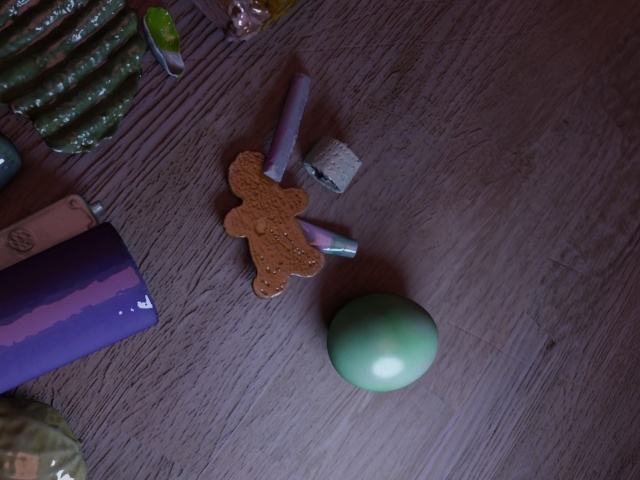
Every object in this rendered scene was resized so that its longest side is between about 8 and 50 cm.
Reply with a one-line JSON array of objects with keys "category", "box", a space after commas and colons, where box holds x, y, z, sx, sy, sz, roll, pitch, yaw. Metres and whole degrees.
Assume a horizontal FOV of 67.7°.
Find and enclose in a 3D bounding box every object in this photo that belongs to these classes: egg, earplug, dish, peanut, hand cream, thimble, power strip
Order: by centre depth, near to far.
[{"category": "earplug", "box": [-0.530, 0.150, 0.807, 0.456, 0.215, 0.215, -27, 103, -26]}, {"category": "peanut", "box": [-0.590, 0.372, 0.866, 0.340, 0.158, 0.174, 26, 101, -18]}, {"category": "power strip", "box": [-0.588, 0.028, 0.893, 0.385, 0.062, 0.091, -33, 104, -15]}, {"category": "dish", "box": [-0.325, -0.399, 0.972, 0.091, 0.039, 0.137, -57, 138, -53]}, {"category": "thimble", "box": [0.025, -0.173, 1.090, 0.115, 0.102, 0.090, 34, 80, 6]}, {"category": "egg", "box": [0.146, 0.231, 1.099, 0.270, 0.220, 0.220, -3, 95, -22]}, {"category": "hand cream", "box": [0.000, 0.000, 1.128, 0.174, 0.047, 0.076, 15, 88, -11]}]

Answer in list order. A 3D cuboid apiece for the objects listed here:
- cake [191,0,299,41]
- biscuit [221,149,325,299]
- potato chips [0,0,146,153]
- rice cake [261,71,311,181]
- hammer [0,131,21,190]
[{"category": "cake", "box": [-0.142, -0.580, 0.894, 0.293, 0.314, 0.307, -46, 109, -10]}, {"category": "biscuit", "box": [-0.115, -0.046, 1.070, 0.205, 0.049, 0.324, -26, 97, -16]}, {"category": "potato chips", "box": [-0.518, -0.379, 0.872, 0.373, 0.097, 0.389, 21, 84, -21]}, {"category": "rice cake", "box": [-0.072, -0.254, 1.056, 0.055, 0.049, 0.270, 18, 76, -5]}, {"category": "hammer", "box": [-0.709, -0.183, 0.816, 0.335, 0.119, 0.206, 43, 78, -11]}]
